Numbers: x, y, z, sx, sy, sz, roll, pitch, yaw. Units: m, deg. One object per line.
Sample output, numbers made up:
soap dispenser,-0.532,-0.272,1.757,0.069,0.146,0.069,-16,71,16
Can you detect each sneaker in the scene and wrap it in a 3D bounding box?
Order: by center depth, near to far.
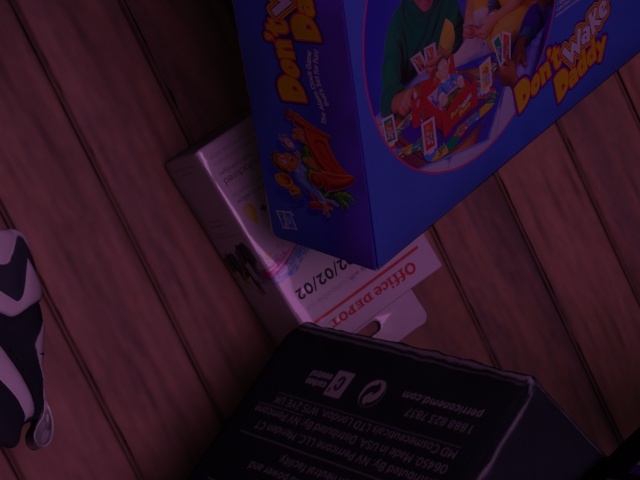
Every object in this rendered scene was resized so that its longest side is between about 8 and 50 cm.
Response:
sneaker,-0.246,0.093,0.784,0.235,0.094,0.153,-14,83,-35

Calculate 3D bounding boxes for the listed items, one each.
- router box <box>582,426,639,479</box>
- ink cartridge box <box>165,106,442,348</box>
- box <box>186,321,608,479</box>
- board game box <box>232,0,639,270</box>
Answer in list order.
router box,0.192,0.254,0.735,0.243,0.081,0.309,-37,114,-27
ink cartridge box,0.000,0.000,0.924,0.104,0.061,0.181,-36,101,-23
box,0.025,0.295,0.801,0.293,0.212,0.395,46,68,-30
board game box,0.095,-0.173,0.870,0.347,0.078,0.233,-38,132,-38
